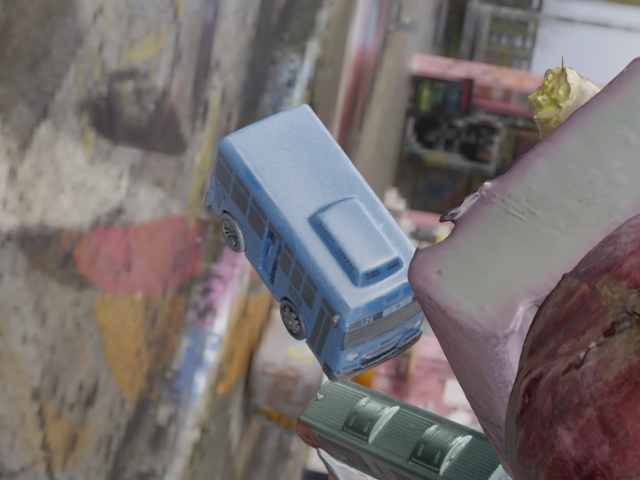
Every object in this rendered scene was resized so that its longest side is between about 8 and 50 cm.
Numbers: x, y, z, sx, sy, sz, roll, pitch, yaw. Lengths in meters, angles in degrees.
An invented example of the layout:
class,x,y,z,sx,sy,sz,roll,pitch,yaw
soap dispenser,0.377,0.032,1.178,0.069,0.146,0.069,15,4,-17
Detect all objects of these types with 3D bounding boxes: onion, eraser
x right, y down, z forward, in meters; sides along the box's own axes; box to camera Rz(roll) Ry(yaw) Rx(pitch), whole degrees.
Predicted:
class,x,y,z,sx,sy,sz,roll,pitch,yaw
onion,0.186,0.120,0.966,0.283,0.120,0.227,-61,-141,34
eraser,0.238,0.057,1.313,0.272,0.122,0.359,-39,145,-8

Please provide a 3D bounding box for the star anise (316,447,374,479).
class,x,y,z,sx,sy,sz,roll,pitch,yaw
star anise,0.098,0.216,0.926,0.218,0.227,0.148,-138,-121,-67

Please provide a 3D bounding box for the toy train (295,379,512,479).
class,x,y,z,sx,sy,sz,roll,pitch,yaw
toy train,0.092,0.234,1.832,0.086,0.409,0.089,-48,121,-17

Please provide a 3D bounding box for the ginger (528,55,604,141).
class,x,y,z,sx,sy,sz,roll,pitch,yaw
ginger,0.348,-0.037,1.836,0.375,0.236,0.166,84,19,-52

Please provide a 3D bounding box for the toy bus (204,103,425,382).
class,x,y,z,sx,sy,sz,roll,pitch,yaw
toy bus,0.000,0.000,1.463,0.116,0.234,0.133,-25,155,-25
